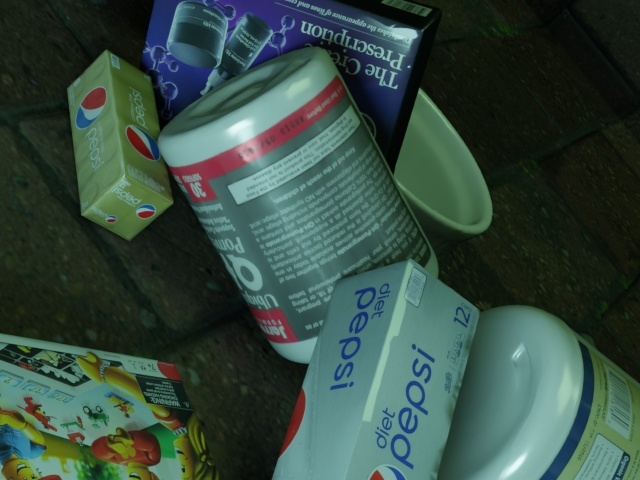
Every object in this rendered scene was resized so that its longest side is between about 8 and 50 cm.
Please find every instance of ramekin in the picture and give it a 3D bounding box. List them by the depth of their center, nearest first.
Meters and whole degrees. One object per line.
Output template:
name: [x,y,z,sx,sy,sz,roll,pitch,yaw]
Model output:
ramekin: [0.053,-0.082,1.662,0.277,0.135,0.277,38,26,-23]

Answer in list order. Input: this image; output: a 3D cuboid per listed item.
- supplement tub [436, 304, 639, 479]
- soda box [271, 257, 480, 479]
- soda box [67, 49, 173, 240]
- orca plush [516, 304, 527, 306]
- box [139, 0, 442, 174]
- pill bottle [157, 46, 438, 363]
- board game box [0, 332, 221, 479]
supplement tub: [0.244,0.229,1.425,0.316,0.228,0.228,37,27,-27]
soda box: [0.034,0.162,1.177,0.091,0.098,0.286,36,57,-28]
soda box: [-0.185,-0.089,1.349,0.058,0.061,0.181,32,30,-36]
orca plush: [0.172,0.098,1.581,0.287,0.102,0.151,37,-3,-37]
box: [-0.036,-0.171,1.450,0.261,0.184,0.103,19,25,9]
pill bottle: [0.000,0.000,1.353,0.319,0.176,0.176,61,21,-16]
board game box: [-0.185,0.157,1.004,0.305,0.053,0.193,16,41,-51]
